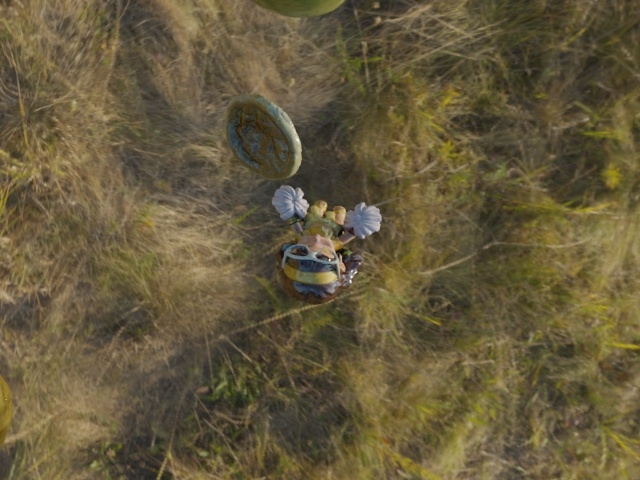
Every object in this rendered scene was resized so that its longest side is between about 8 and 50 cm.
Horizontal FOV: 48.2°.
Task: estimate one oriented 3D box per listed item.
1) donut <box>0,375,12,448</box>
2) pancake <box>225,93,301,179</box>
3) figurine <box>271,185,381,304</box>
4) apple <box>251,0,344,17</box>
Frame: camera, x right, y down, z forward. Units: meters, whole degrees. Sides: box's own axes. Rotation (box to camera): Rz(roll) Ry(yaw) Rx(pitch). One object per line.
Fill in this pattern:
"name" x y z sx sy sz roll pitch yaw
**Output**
"donut" -0.317 0.139 0.428 0.128 0.208 0.261 42 49 9
"pancake" -0.084 -0.147 1.022 0.022 0.139 0.139 -43 114 -38
"figurine" 0.000 0.002 1.133 0.175 0.240 0.115 11 132 3
"apple" -0.037 -0.490 1.077 0.254 0.292 0.291 17 93 -1
